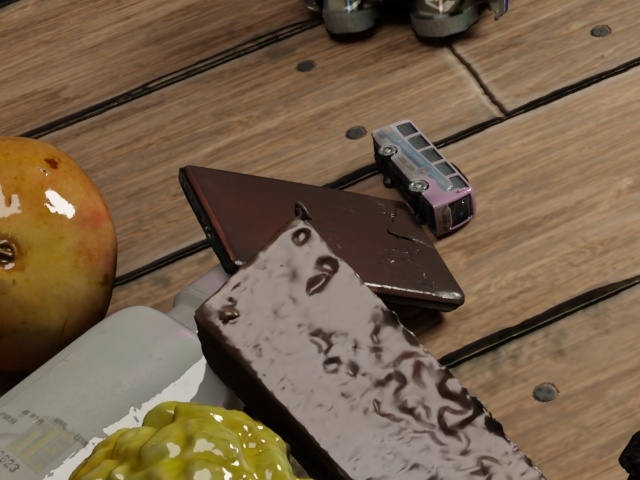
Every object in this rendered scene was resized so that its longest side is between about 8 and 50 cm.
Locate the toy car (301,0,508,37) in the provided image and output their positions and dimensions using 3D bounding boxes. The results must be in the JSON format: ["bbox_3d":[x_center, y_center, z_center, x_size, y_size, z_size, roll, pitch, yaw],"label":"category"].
[{"bbox_3d":[0.084,-0.302,1.688,0.235,0.172,0.158,3,27,23],"label":"toy car"}]

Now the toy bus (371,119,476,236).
[{"bbox_3d":[0.086,-0.055,1.490,0.052,0.037,0.131,-21,39,-14],"label":"toy bus"}]

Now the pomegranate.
[{"bbox_3d":[-0.248,0.010,1.409,0.191,0.191,0.191,-9,41,8],"label":"pomegranate"}]

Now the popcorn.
[{"bbox_3d":[-0.065,0.216,1.119,0.181,0.217,0.235,-41,52,8],"label":"popcorn"}]

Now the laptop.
[{"bbox_3d":[0.000,0.000,1.376,0.207,0.026,0.154,9,31,-29],"label":"laptop"}]

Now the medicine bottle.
[{"bbox_3d":[-0.151,0.141,1.286,0.296,0.111,0.161,-40,45,-24],"label":"medicine bottle"}]

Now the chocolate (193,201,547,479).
[{"bbox_3d":[0.040,0.127,1.179,0.112,0.112,0.321,-37,66,-13],"label":"chocolate"}]

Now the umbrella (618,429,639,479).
[{"bbox_3d":[0.340,0.083,1.214,0.326,0.090,0.094,-33,40,-20],"label":"umbrella"}]
